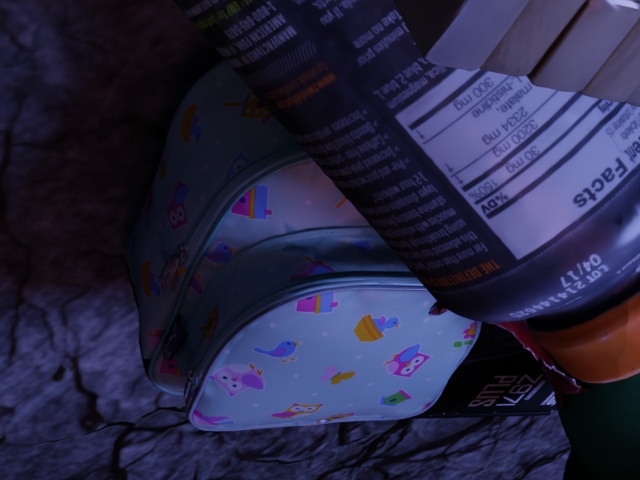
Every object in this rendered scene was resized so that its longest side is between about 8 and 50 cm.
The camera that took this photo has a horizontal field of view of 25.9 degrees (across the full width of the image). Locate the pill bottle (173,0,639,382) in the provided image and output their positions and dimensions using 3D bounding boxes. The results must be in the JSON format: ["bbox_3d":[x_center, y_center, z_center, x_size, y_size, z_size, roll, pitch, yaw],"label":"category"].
[{"bbox_3d":[0.058,-0.058,0.533,0.130,0.130,0.245,-36,107,19],"label":"pill bottle"}]

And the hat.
[{"bbox_3d":[0.128,0.031,0.713,0.183,0.173,0.208,37,162,-10],"label":"hat"}]

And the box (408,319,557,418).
[{"bbox_3d":[0.112,0.023,0.811,0.147,0.077,0.180,3,137,-33],"label":"box"}]

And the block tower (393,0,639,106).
[{"bbox_3d":[0.152,-0.087,0.393,0.335,0.097,0.091,7,135,-33],"label":"block tower"}]

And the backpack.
[{"bbox_3d":[0.000,0.000,0.670,0.166,0.144,0.188,1,133,-21],"label":"backpack"}]
